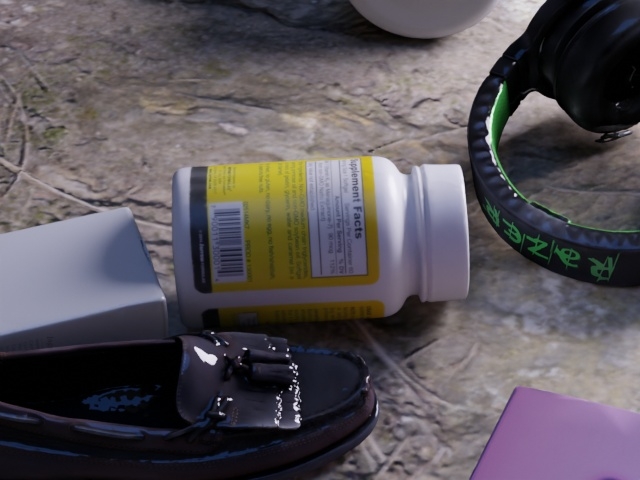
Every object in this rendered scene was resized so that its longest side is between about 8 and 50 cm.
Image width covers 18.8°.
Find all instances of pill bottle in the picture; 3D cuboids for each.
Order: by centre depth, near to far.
[{"bbox_3d":[0.000,0.000,1.398,0.209,0.119,0.119,-3,39,0],"label":"pill bottle"},{"bbox_3d":[0.098,-0.313,1.749,0.153,0.153,0.264,1,39,5],"label":"pill bottle"}]

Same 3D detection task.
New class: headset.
[{"bbox_3d":[0.287,-0.111,1.537,0.243,0.185,0.394,30,64,28],"label":"headset"}]

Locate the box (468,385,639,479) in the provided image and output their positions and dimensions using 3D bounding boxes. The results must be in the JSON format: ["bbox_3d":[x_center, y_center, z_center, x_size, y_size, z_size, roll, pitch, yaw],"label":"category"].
[{"bbox_3d":[0.119,0.242,0.996,0.117,0.243,0.213,14,43,19],"label":"box"}]

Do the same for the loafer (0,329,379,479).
[{"bbox_3d":[-0.110,0.109,1.289,0.303,0.095,0.109,-7,39,-5],"label":"loafer"}]

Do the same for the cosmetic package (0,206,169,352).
[{"bbox_3d":[-0.230,0.061,1.368,0.231,0.085,0.117,-11,40,-12],"label":"cosmetic package"}]
